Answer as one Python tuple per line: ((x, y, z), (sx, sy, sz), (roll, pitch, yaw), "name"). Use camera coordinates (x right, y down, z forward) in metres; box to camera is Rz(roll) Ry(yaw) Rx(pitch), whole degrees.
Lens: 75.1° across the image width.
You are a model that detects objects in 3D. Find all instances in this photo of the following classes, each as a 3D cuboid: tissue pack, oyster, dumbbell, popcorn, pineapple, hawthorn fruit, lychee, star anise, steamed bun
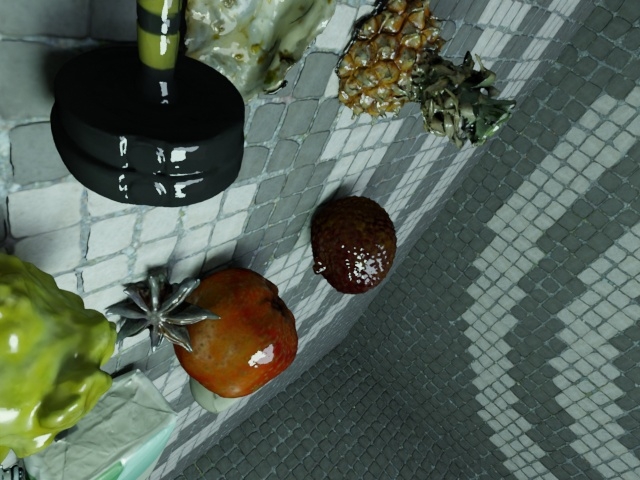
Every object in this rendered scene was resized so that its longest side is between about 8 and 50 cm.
((-0.502, 0.490, 0.929), (0.266, 0.194, 0.356), (-25, 153, -50), "tissue pack")
((-0.081, -0.270, 0.460), (0.294, 0.093, 0.166), (-43, 146, 23), "oyster")
((-0.132, -0.184, 0.340), (0.185, 0.185, 0.388), (-31, 156, -39), "dumbbell")
((-0.372, 0.121, 0.423), (0.241, 0.235, 0.250), (-49, 133, -19), "popcorn")
((0.205, -0.269, 0.752), (0.263, 0.272, 0.262), (-41, 160, -18), "pineapple")
((-0.190, 0.209, 0.925), (0.299, 0.275, 0.275), (-48, 163, 23), "hawthorn fruit")
((0.089, 0.013, 1.127), (0.261, 0.260, 0.260), (-40, 161, -17), "lychee")
((-0.286, 0.135, 0.767), (0.204, 0.181, 0.061), (-55, -163, 19), "star anise")
((-0.246, 0.325, 1.155), (0.283, 0.177, 0.283), (-42, 178, -2), "steamed bun")

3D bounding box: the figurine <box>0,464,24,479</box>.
((-0.601, 0.416, 0.679), (0.193, 0.147, 0.126), (-4, 157, -37), "figurine")
